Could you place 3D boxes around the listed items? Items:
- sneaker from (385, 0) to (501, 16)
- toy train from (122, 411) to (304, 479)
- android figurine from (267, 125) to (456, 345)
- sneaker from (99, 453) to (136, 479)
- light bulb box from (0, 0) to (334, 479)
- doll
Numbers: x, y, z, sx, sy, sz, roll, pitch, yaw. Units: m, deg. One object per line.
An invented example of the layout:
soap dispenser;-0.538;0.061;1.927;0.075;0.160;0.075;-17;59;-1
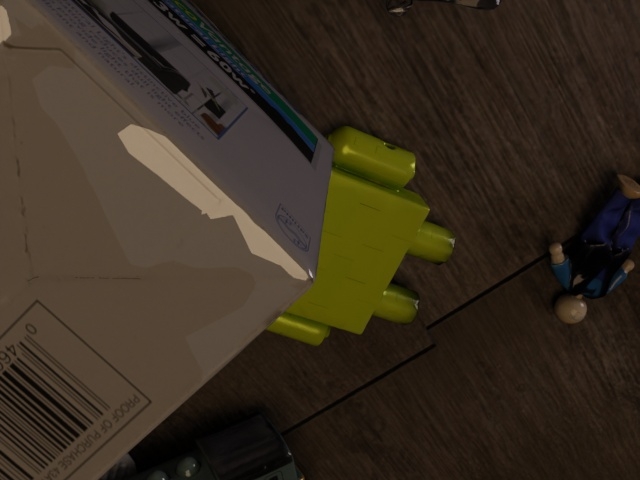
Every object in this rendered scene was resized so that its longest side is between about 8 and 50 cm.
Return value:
sneaker;0.161;-0.298;0.700;0.269;0.101;0.153;-20;119;6
toy train;-0.161;0.333;0.906;0.334;0.142;0.190;-19;117;-20
android figurine;0.000;0.000;0.839;0.273;0.056;0.248;18;112;-19
sneaker;-0.376;0.302;0.893;0.321;0.127;0.126;-24;127;-26
light bulb box;-0.191;0.004;0.603;0.358;0.361;0.225;-42;101;15
doll;0.319;0.016;0.909;0.129;0.046;0.189;6;121;-23
